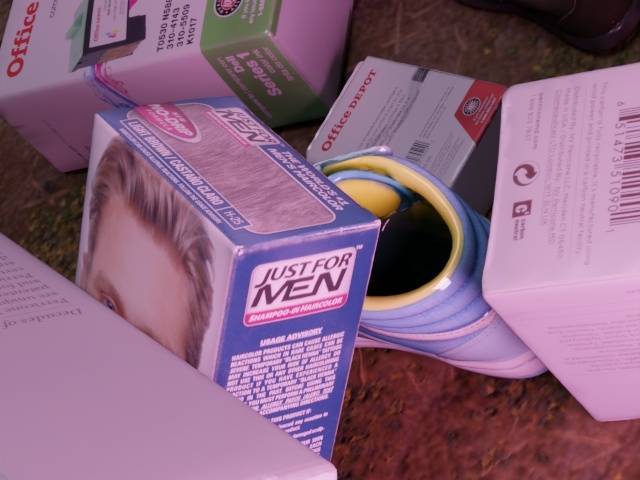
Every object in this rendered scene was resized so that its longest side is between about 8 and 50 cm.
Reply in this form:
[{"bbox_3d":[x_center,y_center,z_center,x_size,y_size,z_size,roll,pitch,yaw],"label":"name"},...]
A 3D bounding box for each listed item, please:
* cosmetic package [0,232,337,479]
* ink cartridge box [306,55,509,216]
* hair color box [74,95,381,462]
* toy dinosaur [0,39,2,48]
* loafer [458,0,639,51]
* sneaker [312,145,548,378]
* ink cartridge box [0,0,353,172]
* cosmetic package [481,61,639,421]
[{"bbox_3d":[-0.188,0.155,1.027,0.453,0.161,0.230,29,122,49],"label":"cosmetic package"},{"bbox_3d":[0.072,-0.072,1.294,0.135,0.056,0.099,18,70,39],"label":"ink cartridge box"},{"bbox_3d":[-0.079,0.104,1.096,0.174,0.105,0.347,41,130,43],"label":"hair color box"},{"bbox_3d":[-0.258,-0.198,1.621,0.082,0.047,0.090,-30,81,0],"label":"toy dinosaur"},{"bbox_3d":[0.150,-0.217,1.329,0.220,0.078,0.080,30,78,42],"label":"loafer"},{"bbox_3d":[0.000,0.000,1.180,0.319,0.208,0.127,5,75,35],"label":"sneaker"},{"bbox_3d":[-0.119,-0.188,1.456,0.278,0.117,0.201,-10,55,28],"label":"ink cartridge box"},{"bbox_3d":[0.208,0.003,1.067,0.151,0.183,0.151,-8,56,29],"label":"cosmetic package"}]
